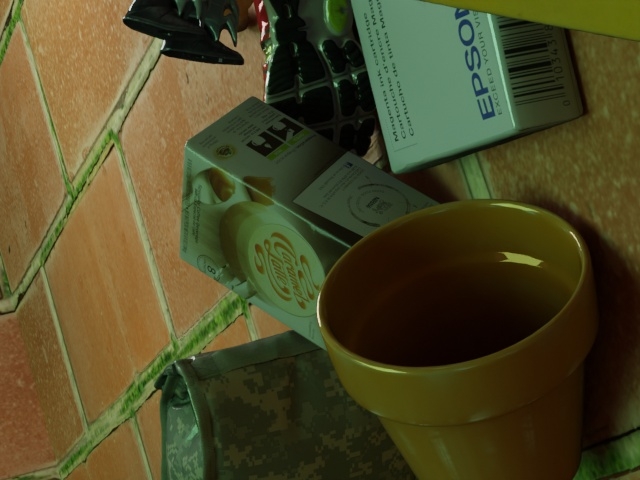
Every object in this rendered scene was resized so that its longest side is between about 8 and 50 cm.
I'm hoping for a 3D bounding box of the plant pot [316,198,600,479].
[{"bbox_3d":[0.118,0.103,1.329,0.205,0.205,0.188,45,158,54],"label":"plant pot"}]

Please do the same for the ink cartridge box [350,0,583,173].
[{"bbox_3d":[0.072,-0.223,1.408,0.330,0.071,0.324,-16,87,67],"label":"ink cartridge box"}]

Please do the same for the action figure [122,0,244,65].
[{"bbox_3d":[-0.105,-0.311,1.604,0.185,0.099,0.285,54,-138,-77],"label":"action figure"}]

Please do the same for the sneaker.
[{"bbox_3d":[-0.011,-0.181,1.634,0.118,0.107,0.279,-129,34,-78],"label":"sneaker"}]

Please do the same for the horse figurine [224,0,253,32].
[{"bbox_3d":[-0.129,-0.298,1.795,0.174,0.066,0.263,51,176,46],"label":"horse figurine"}]

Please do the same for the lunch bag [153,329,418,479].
[{"bbox_3d":[-0.028,0.190,1.660,0.169,0.235,0.287,-123,29,-48],"label":"lunch bag"}]

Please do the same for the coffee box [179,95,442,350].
[{"bbox_3d":[0.000,0.000,1.536,0.246,0.098,0.141,31,138,25],"label":"coffee box"}]

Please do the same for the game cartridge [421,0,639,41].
[{"bbox_3d":[0.160,-0.276,1.102,0.324,0.053,0.285,21,118,51],"label":"game cartridge"}]
